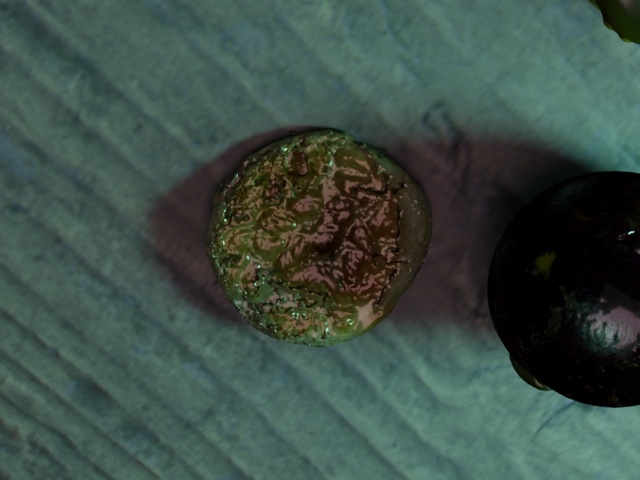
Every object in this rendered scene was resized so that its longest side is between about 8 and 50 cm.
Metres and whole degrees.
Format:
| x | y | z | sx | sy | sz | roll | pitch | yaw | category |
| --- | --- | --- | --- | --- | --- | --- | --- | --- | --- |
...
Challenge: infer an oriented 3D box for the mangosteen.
| x | y | z | sx | sy | sz | roll | pitch | yaw | category |
| --- | --- | --- | --- | --- | --- | --- | --- | --- | --- |
| 0.321 | 0.062 | 1.797 | 0.288 | 0.288 | 0.288 | 0 | 119 | 0 | mangosteen |

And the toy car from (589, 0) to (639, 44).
| x | y | z | sx | sy | sz | roll | pitch | yaw | category |
| --- | --- | --- | --- | --- | --- | --- | --- | --- | --- |
| 0.383 | -0.301 | 1.629 | 0.204 | 0.198 | 0.248 | 38 | 113 | -20 | toy car |

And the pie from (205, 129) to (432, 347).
| x | y | z | sx | sy | sz | roll | pitch | yaw | category |
| --- | --- | --- | --- | --- | --- | --- | --- | --- | --- |
| 0.000 | 0.000 | 1.875 | 0.274 | 0.055 | 0.274 | -1 | 114 | -2 | pie |
